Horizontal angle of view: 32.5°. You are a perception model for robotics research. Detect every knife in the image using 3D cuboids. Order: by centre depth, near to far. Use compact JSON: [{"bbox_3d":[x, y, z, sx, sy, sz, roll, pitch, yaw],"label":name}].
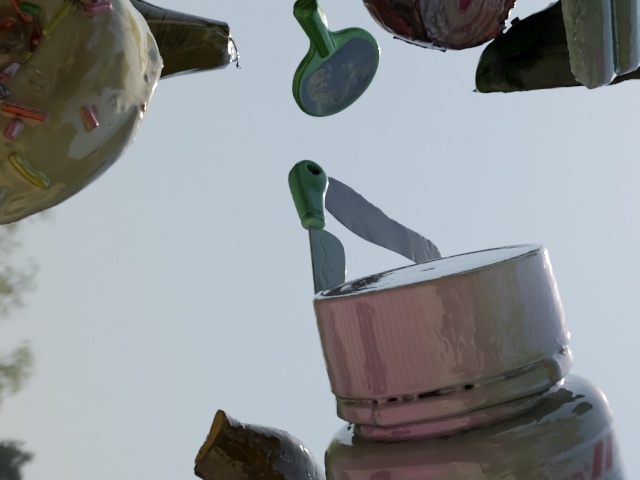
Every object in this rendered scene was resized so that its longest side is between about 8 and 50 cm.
[{"bbox_3d":[0.001,0.000,1.440,0.034,0.063,0.260,-46,-139,39],"label":"knife"}]

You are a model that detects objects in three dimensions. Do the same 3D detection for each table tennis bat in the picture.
[{"bbox_3d":[0.013,-0.282,1.681,0.039,0.160,0.257,49,-5,33],"label":"table tennis bat"}]

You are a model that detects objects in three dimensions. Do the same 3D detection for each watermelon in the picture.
[{"bbox_3d":[0.319,-0.211,1.246,0.129,0.301,0.123,54,31,-70],"label":"watermelon"}]

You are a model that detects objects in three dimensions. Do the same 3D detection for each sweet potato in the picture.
[{"bbox_3d":[-0.048,0.280,1.232,0.286,0.112,0.085,60,-2,-43],"label":"sweet potato"}]

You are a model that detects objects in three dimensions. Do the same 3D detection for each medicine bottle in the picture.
[{"bbox_3d":[0.122,0.169,0.907,0.241,0.241,0.302,-9,-85,63],"label":"medicine bottle"}]

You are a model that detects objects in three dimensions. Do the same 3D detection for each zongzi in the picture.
[{"bbox_3d":[-0.230,-0.247,1.567,0.094,0.205,0.204,100,6,-54],"label":"zongzi"}]

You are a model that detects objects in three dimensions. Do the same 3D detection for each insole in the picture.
[{"bbox_3d":[0.098,-0.022,1.782,0.007,0.322,0.109,-36,-136,29],"label":"insole"}]

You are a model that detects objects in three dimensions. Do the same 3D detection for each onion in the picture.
[{"bbox_3d":[0.132,-0.323,1.212,0.140,0.195,0.218,31,-64,49],"label":"onion"}]

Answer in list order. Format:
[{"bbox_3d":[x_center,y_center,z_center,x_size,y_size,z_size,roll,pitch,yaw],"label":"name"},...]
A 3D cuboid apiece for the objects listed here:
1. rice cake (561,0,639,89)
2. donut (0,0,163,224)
[{"bbox_3d":[0.253,-0.241,0.990,0.040,0.085,0.226,37,-27,45],"label":"rice cake"},{"bbox_3d":[-0.365,-0.180,1.188,0.382,0.383,0.142,54,-14,37],"label":"donut"}]
